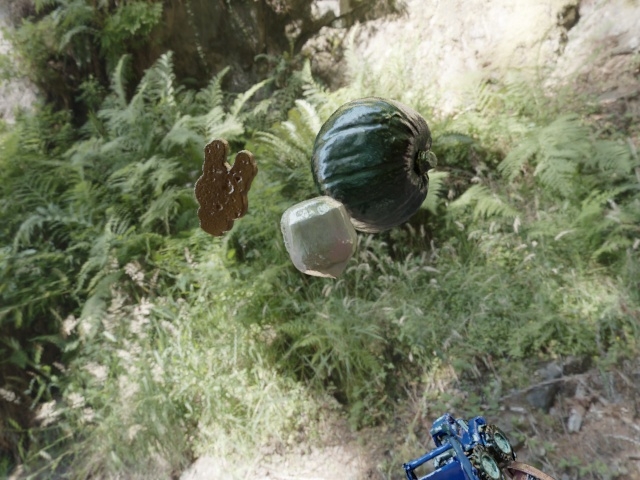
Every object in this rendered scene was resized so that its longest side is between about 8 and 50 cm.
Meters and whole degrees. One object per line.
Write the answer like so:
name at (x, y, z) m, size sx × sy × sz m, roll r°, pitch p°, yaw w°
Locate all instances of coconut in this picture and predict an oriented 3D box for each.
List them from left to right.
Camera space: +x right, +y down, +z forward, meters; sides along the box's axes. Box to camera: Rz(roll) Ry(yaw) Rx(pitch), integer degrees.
coconut at (0.000, 0.000, 0.612) m, size 0.110 × 0.124 × 0.110 m, roll -19°, pitch 8°, yaw 3°

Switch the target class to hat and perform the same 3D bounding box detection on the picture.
hat at (0.535, 0.624, 1.011) m, size 0.089 × 0.205 × 0.205 m, roll -51°, pitch 14°, yaw -20°

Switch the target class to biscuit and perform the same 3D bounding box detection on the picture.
biscuit at (-0.293, -0.149, 1.253) m, size 0.295 × 0.186 × 0.044 m, roll -65°, pitch -13°, yaw 24°

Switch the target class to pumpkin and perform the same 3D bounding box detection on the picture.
pumpkin at (0.099, -0.178, 0.931) m, size 0.264 × 0.292 × 0.197 m, roll -8°, pitch -14°, yaw 40°

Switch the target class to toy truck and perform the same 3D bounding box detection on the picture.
toy truck at (0.224, 0.365, 0.680) m, size 0.113 × 0.126 × 0.208 m, roll -47°, pitch -15°, yaw 27°
